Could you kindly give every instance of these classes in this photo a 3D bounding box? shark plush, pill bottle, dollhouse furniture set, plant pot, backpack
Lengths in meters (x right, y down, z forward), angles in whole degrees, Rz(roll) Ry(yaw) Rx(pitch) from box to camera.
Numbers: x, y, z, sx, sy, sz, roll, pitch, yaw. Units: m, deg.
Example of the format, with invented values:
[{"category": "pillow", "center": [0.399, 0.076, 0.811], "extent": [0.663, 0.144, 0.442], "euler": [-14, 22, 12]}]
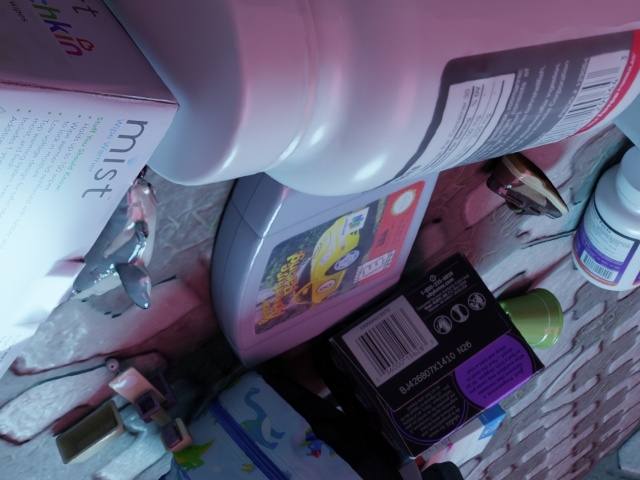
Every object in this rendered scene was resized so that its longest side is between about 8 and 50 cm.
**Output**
[{"category": "shark plush", "center": [-0.145, -0.011, 0.730], "extent": [0.067, 0.073, 0.161], "euler": [3, 148, -11]}, {"category": "pill bottle", "center": [0.043, -0.123, 0.632], "extent": [0.318, 0.176, 0.176], "euler": [-16, 147, -39]}, {"category": "dollhouse furniture set", "center": [-0.187, 0.160, 0.945], "extent": [0.114, 0.091, 0.081], "euler": [-35, 140, 1]}, {"category": "plant pot", "center": [0.265, 0.105, 1.446], "extent": [0.079, 0.083, 0.083], "euler": [1, 137, -34]}, {"category": "pill bottle", "center": [0.377, -0.030, 1.311], "extent": [0.108, 0.108, 0.193], "euler": [-29, 154, -18]}, {"category": "backpack", "center": [-0.024, 0.269, 1.070], "extent": [0.273, 0.290, 0.355], "euler": [-33, 158, -20]}]

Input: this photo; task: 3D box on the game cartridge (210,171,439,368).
[{"category": "game cartridge", "center": [0.000, 0.000, 0.938], "extent": [0.196, 0.060, 0.294], "euler": [-21, 151, -23]}]

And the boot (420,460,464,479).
[{"category": "boot", "center": [-0.031, 0.469, 1.512], "extent": [0.445, 0.146, 0.367], "euler": [-9, 144, -18]}]

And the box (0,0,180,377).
[{"category": "box", "center": [-0.235, -0.014, 0.513], "extent": [0.231, 0.127, 0.262], "euler": [-3, 138, -52]}]

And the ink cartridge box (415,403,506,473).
[{"category": "ink cartridge box", "center": [0.155, 0.312, 1.639], "extent": [0.231, 0.078, 0.134], "euler": [-23, 151, -27]}]

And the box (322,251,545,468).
[{"category": "box", "center": [0.107, 0.140, 1.150], "extent": [0.165, 0.143, 0.270], "euler": [-32, 167, -10]}]

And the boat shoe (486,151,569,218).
[{"category": "boat shoe", "center": [0.213, -0.052, 1.130], "extent": [0.049, 0.056, 0.152], "euler": [-39, 146, 15]}]

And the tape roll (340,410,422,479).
[{"category": "tape roll", "center": [0.017, 0.320, 1.305], "extent": [0.219, 0.219, 0.072], "euler": [-33, 155, -9]}]

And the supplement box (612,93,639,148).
[{"category": "supplement box", "center": [0.431, -0.146, 1.180], "extent": [0.220, 0.114, 0.111], "euler": [-9, 144, -43]}]
